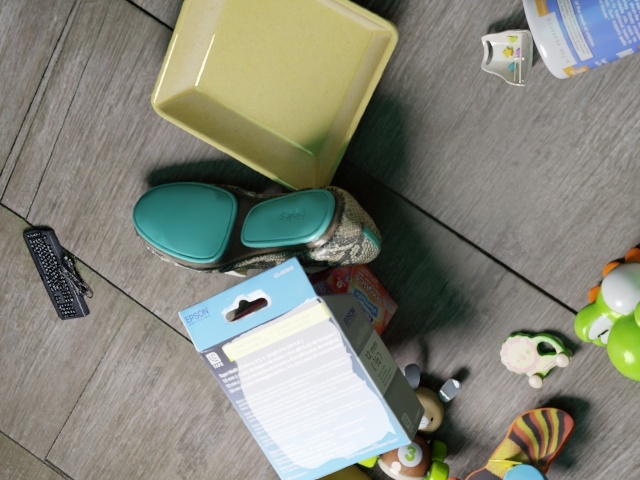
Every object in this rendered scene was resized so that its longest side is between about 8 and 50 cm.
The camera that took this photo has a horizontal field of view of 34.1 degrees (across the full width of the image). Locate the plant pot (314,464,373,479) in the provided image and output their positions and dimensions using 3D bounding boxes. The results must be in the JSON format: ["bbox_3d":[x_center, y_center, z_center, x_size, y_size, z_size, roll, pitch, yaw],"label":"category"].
[{"bbox_3d":[0.003,0.512,1.926,0.212,0.187,0.212,40,120,0],"label":"plant pot"}]

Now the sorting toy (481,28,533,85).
[{"bbox_3d":[0.275,-0.278,1.555,0.075,0.045,0.083,9,116,25],"label":"sorting toy"}]

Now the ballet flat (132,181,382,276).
[{"bbox_3d":[-0.104,-0.003,1.737,0.483,0.164,0.182,2,155,39],"label":"ballet flat"}]

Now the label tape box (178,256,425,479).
[{"bbox_3d":[-0.029,0.198,1.669,0.249,0.115,0.347,-26,100,27],"label":"label tape box"}]

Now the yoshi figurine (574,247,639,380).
[{"bbox_3d":[0.540,0.079,1.530,0.203,0.203,0.362,39,124,-7],"label":"yoshi figurine"}]

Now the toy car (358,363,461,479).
[{"bbox_3d":[0.168,0.311,1.811,0.155,0.149,0.188,20,107,-3],"label":"toy car"}]

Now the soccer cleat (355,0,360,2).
[{"bbox_3d":[-0.032,-0.482,1.553,0.331,0.116,0.143,30,96,10],"label":"soccer cleat"}]

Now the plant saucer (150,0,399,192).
[{"bbox_3d":[-0.070,-0.278,1.657,0.333,0.081,0.332,30,122,7],"label":"plant saucer"}]

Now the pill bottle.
[{"bbox_3d":[0.425,-0.333,1.407,0.272,0.152,0.152,-18,105,27],"label":"pill bottle"}]

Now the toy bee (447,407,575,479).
[{"bbox_3d":[0.301,0.400,1.744,0.162,0.298,0.195,21,151,21],"label":"toy bee"}]

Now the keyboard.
[{"bbox_3d":[-0.507,0.067,2.006,0.100,0.038,0.192,-13,109,25],"label":"keyboard"}]

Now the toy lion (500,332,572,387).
[{"bbox_3d":[0.354,0.190,1.742,0.096,0.034,0.100,47,120,5],"label":"toy lion"}]

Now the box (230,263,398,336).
[{"bbox_3d":[-0.037,0.157,1.802,0.300,0.154,0.142,-32,99,30],"label":"box"}]
